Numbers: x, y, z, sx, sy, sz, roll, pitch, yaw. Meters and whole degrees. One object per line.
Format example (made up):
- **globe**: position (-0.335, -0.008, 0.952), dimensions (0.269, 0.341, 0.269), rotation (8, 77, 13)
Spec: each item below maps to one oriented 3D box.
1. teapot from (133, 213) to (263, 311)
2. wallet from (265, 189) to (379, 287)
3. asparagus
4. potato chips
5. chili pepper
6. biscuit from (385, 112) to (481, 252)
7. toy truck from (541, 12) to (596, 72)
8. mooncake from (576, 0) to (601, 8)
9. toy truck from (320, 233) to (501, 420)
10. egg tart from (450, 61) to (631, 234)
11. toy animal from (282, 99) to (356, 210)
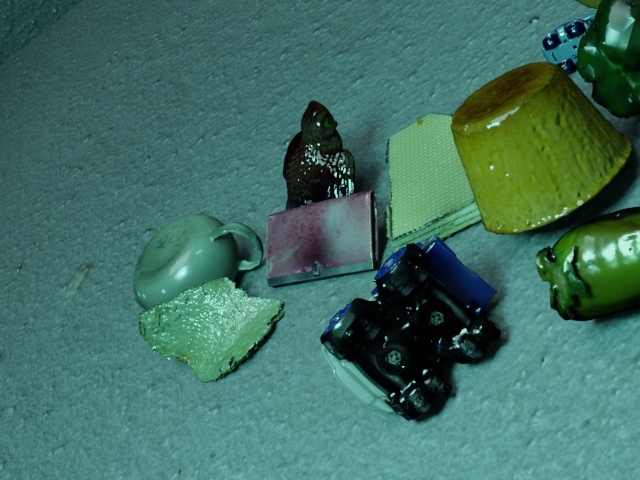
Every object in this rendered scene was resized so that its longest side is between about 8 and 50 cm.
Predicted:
- **teapot**: position (-0.217, 0.052, 1.891), dimensions (0.294, 0.129, 0.193), rotation (-26, 35, 29)
- **wallet**: position (0.000, 0.000, 1.720), dimensions (0.232, 0.025, 0.119), rotation (-12, 74, 45)
- **asparagus**: position (0.409, -0.009, 1.159), dimensions (0.381, 0.128, 0.108), rotation (-20, 75, 37)
- **potato chips**: position (-0.175, 0.135, 1.768), dimensions (0.228, 0.059, 0.167), rotation (18, 85, 30)
- **chili pepper**: position (0.434, -0.275, 1.407), dimensions (0.261, 0.174, 0.165), rotation (-52, 5, -20)
- **biscuit**: position (0.166, -0.095, 1.642), dimensions (0.150, 0.052, 0.252), rotation (-28, 36, 24)
- **toy truck**: position (0.380, -0.292, 1.602), dimensions (0.136, 0.063, 0.074), rotation (-21, 22, 30)
- **mooncake**: position (0.453, -0.401, 1.549), dimensions (0.234, 0.117, 0.235), rotation (-17, 39, 14)
- **toy truck**: position (0.104, 0.100, 1.410), dimensions (0.213, 0.161, 0.177), rotation (-46, 10, 2)
- **egg tart**: position (0.268, -0.118, 1.420), dimensions (0.215, 0.171, 0.215), rotation (-29, 19, 11)
- **toy animal**: position (-0.015, -0.120, 1.784), dimensions (0.116, 0.180, 0.218), rotation (-23, 32, -12)
